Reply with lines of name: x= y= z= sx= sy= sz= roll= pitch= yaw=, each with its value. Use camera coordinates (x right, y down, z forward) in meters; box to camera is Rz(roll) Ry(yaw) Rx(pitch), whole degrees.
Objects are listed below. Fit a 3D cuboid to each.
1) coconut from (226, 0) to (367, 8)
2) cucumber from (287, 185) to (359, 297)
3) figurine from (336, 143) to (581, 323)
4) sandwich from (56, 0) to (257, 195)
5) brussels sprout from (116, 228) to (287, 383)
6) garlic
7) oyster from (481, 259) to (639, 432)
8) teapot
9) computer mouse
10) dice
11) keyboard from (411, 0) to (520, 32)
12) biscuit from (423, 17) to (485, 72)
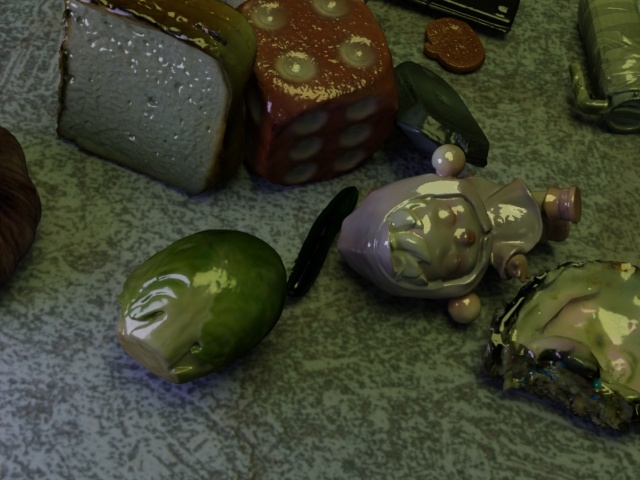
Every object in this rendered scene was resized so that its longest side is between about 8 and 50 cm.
coconut: x=-0.025 y=-0.347 z=1.646 sx=0.202 sy=0.222 sz=0.202 roll=-9 pitch=14 yaw=2
cucumber: x=0.000 y=0.000 z=1.500 sx=0.036 sy=0.033 sz=0.184 roll=7 pitch=49 yaw=28
figurine: x=0.158 y=-0.012 z=1.471 sx=0.275 sy=0.133 sz=0.200 roll=-9 pitch=100 yaw=-17
sandwich: x=-0.184 y=-0.180 z=1.462 sx=0.226 sy=0.251 sz=0.087 roll=24 pitch=53 yaw=8
brussels sprout: x=-0.120 y=0.061 z=1.366 sx=0.161 sy=0.144 sz=0.181 roll=16 pitch=50 yaw=22
garlic: x=-0.412 y=-0.042 z=1.386 sx=0.244 sy=0.160 sz=0.245 roll=5 pitch=63 yaw=-10
oyster: x=0.302 y=0.116 z=1.434 sx=0.259 sy=0.092 sz=0.198 roll=-3 pitch=55 yaw=-24
teapot: x=0.369 y=-0.235 z=1.697 sx=0.107 sy=0.077 sz=0.200 roll=-1 pitch=55 yaw=-5
computer mouse: x=0.131 y=-0.138 z=1.571 sx=0.113 sy=0.068 sz=0.229 roll=23 pitch=25 yaw=-23
dice: x=-0.015 y=-0.180 z=1.536 sx=0.173 sy=0.175 sz=0.179 roll=-16 pitch=58 yaw=-20
keyboard: x=0.152 y=-0.337 z=1.763 sx=0.230 sy=0.025 sz=0.094 roll=20 pitch=45 yaw=5
biscuit: x=0.171 y=-0.253 z=1.716 sx=0.078 sy=0.015 sz=0.091 roll=-13 pitch=58 yaw=-16
